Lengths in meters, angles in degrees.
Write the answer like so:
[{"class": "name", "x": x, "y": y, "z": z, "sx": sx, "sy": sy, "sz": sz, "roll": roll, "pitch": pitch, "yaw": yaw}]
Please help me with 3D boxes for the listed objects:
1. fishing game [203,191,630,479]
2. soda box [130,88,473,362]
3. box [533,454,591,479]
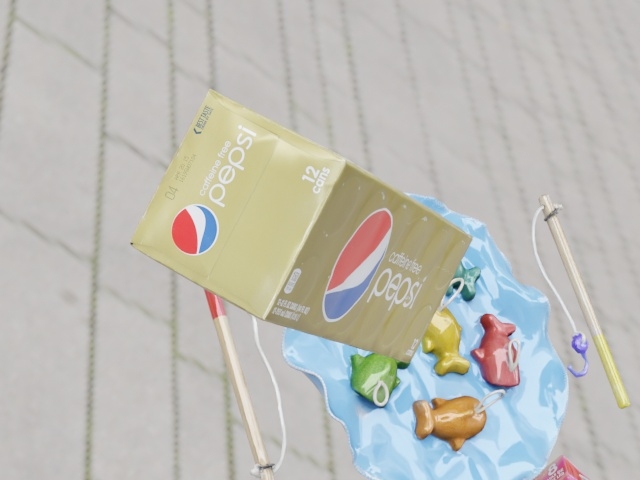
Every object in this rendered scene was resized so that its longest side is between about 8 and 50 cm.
[{"class": "fishing game", "x": 0.062, "y": 0.054, "z": 0.990, "sx": 0.264, "sy": 0.041, "sz": 0.189, "roll": -3, "pitch": 68, "yaw": -35}, {"class": "soda box", "x": 0.000, "y": 0.000, "z": 0.686, "sx": 0.058, "sy": 0.061, "sz": 0.181, "roll": 28, "pitch": 1, "yaw": 19}, {"class": "box", "x": 0.131, "y": 0.298, "z": 1.344, "sx": 0.128, "sy": 0.257, "sz": 0.123, "roll": 42, "pitch": 18, "yaw": -19}]
